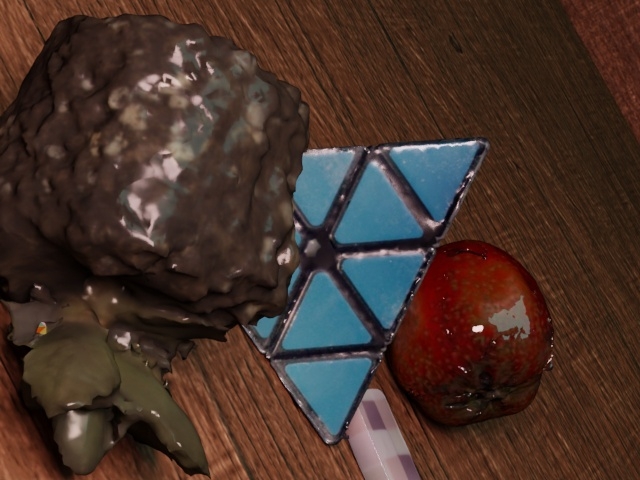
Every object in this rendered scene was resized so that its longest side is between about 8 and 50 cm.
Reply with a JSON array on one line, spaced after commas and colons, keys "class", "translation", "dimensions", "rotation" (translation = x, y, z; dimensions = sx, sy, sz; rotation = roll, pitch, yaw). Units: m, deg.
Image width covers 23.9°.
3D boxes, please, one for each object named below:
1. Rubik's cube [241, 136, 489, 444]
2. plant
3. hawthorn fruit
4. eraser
[{"class": "Rubik's cube", "translation": [0.001, 0.002, 1.397], "dimensions": [0.229, 0.233, 0.228], "rotation": [-39, 144, -30]}, {"class": "plant", "translation": [-0.139, 0.010, 1.076], "dimensions": [0.215, 0.213, 0.312], "rotation": [26, 77, -49]}, {"class": "hawthorn fruit", "translation": [0.142, 0.080, 1.568], "dimensions": [0.181, 0.181, 0.235], "rotation": [40, 18, -35]}, {"class": "eraser", "translation": [0.055, 0.193, 1.424], "dimensions": [0.065, 0.026, 0.105], "rotation": [7, 56, -62]}]
